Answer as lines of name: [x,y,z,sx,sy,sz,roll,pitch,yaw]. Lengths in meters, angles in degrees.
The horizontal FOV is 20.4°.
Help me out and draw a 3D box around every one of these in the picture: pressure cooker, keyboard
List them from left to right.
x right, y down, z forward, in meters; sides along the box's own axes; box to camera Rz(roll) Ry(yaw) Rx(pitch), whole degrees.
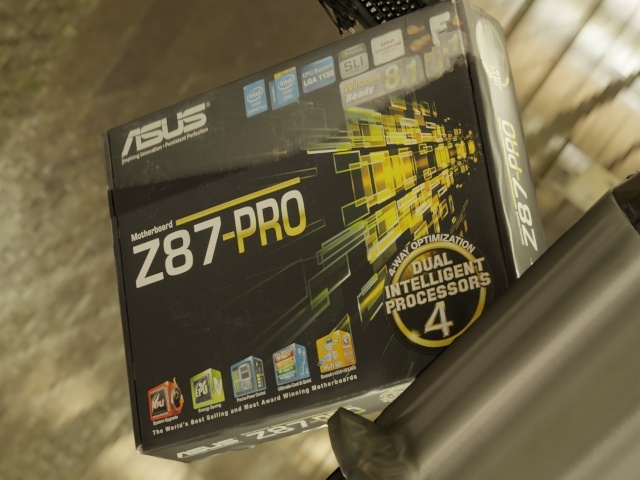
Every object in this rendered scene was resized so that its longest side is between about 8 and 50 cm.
keyboard: [0.041,-0.242,1.683,0.100,0.192,0.038,-38,160,-3]
pressure cooker: [0.209,0.200,1.241,0.420,0.370,0.375,-47,164,13]

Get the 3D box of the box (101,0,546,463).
box: [0.000,0.000,1.573,0.395,0.318,0.097,-17,159,28]
